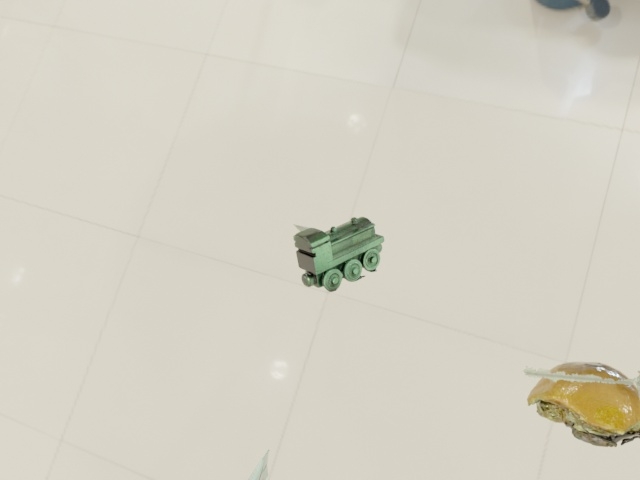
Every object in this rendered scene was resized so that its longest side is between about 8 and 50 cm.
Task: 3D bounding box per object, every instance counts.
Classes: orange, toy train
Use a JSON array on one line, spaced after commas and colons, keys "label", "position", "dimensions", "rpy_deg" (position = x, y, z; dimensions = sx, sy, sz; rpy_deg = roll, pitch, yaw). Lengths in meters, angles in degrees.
[{"label": "orange", "position": [0.398, 0.234, 0.886], "dimensions": [0.169, 0.160, 0.112], "rpy_deg": [19, 96, 4]}, {"label": "toy train", "position": [0.036, 0.017, 1.027], "dimensions": [0.170, 0.111, 0.071], "rpy_deg": [-24, 28, -31]}]

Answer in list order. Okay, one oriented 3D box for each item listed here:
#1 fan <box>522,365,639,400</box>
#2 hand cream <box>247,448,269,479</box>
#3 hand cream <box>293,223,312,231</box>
[{"label": "fan", "position": [0.400, 0.169, 0.710], "dimensions": [0.329, 0.009, 0.191], "rpy_deg": [-6, 102, 42]}, {"label": "hand cream", "position": [-0.173, 0.555, 1.135], "dimensions": [0.067, 0.109, 0.321], "rpy_deg": [21, 43, 17]}, {"label": "hand cream", "position": [0.000, 0.000, 1.566], "dimensions": [0.194, 0.067, 0.042], "rpy_deg": [34, 111, 50]}]
